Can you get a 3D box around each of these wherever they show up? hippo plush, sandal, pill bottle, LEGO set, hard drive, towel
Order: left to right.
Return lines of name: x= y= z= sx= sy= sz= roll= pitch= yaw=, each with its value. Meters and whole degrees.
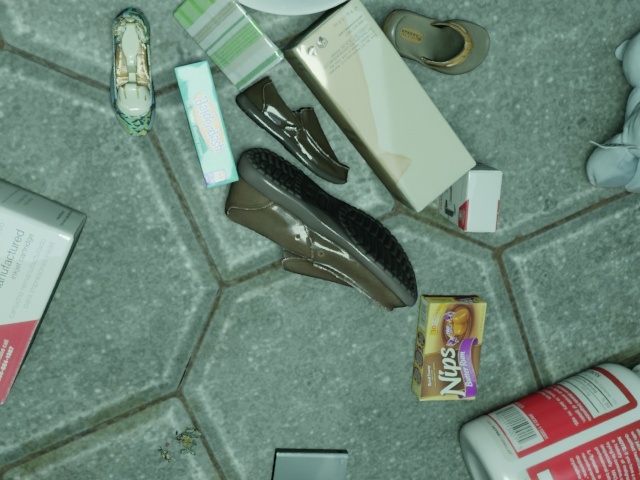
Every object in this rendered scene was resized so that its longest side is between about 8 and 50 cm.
LEGO set: x=-0.242 y=0.351 z=1.209 sx=0.083 sy=0.023 sz=0.054 roll=-15 pitch=105 yaw=6
towel: x=-0.135 y=-0.306 z=1.024 sx=0.152 sy=0.113 sz=0.023 roll=48 pitch=47 yaw=-19
hard drive: x=-0.022 y=0.427 z=1.269 sx=0.135 sy=0.022 sz=0.094 roll=5 pitch=103 yaw=-12
sandal: x=0.191 y=-0.310 z=1.076 sx=0.219 sy=0.060 sz=0.090 roll=5 pitch=102 yaw=-38
pill bottle: x=0.479 y=0.363 z=1.247 sx=0.407 sy=0.229 sz=0.229 roll=-21 pitch=107 yaw=-5
hippo plush: x=0.544 y=-0.226 z=1.153 sx=0.294 sy=0.234 sz=0.237 roll=12 pitch=71 yaw=-29

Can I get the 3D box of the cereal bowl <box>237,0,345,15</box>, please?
cereal bowl: x=-0.039 y=-0.491 z=0.934 sx=0.338 sy=0.141 sz=0.339 roll=7 pitch=130 yaw=9

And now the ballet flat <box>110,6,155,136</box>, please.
ballet flat: x=-0.280 y=-0.245 z=1.023 sx=0.070 sy=0.070 sz=0.189 roll=-5 pitch=105 yaw=-10

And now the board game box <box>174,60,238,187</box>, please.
board game box: x=-0.165 y=-0.172 z=0.989 sx=0.047 sy=0.210 sz=0.160 roll=-15 pitch=107 yaw=-7

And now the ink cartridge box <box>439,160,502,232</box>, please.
ink cartridge box: x=0.242 y=-0.076 z=1.136 sx=0.056 sy=0.135 sz=0.099 roll=0 pitch=104 yaw=-8

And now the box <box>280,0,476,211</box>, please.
box: x=0.088 y=-0.206 z=1.067 sx=0.121 sy=0.148 sz=0.311 roll=-40 pitch=107 yaw=1

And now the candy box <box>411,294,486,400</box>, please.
candy box: x=0.229 y=0.192 z=1.245 sx=0.109 sy=0.053 sz=0.187 roll=1 pitch=102 yaw=-12

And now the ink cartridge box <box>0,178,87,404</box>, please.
ink cartridge box: x=-0.575 y=0.026 z=0.981 sx=0.384 sy=0.160 sz=0.279 roll=23 pitch=98 yaw=-16

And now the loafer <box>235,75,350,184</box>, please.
loafer: x=-0.029 y=-0.172 z=1.084 sx=0.220 sy=0.080 sz=0.078 roll=40 pitch=94 yaw=-18

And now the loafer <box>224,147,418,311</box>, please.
loafer: x=0.000 y=0.000 z=1.125 sx=0.366 sy=0.134 sz=0.130 roll=38 pitch=118 yaw=-8
